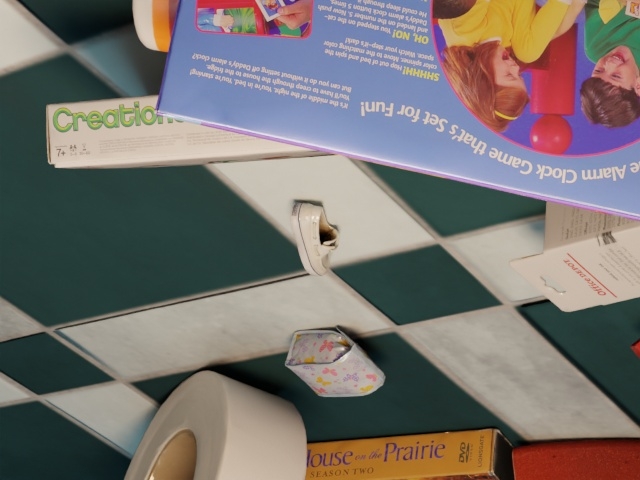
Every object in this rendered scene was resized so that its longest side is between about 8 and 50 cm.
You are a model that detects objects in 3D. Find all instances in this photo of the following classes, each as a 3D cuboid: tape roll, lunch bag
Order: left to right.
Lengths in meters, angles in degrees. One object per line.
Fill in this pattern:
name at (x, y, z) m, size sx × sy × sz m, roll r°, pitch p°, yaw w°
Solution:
tape roll at (-0.127, 0.287, 1.907) m, size 0.100 × 0.286 × 0.286 m, roll 23°, pitch 147°, yaw -22°
lunch bag at (0.019, 0.125, 1.818) m, size 0.083 × 0.053 × 0.071 m, roll -3°, pitch 146°, yaw 38°

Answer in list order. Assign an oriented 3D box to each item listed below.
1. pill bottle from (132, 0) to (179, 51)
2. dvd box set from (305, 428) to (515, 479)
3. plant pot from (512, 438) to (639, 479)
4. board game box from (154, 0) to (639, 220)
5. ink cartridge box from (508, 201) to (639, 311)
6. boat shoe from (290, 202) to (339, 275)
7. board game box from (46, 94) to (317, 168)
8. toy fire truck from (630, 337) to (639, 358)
pill bottle at (-0.013, -0.182, 1.242) m, size 0.221 × 0.121 × 0.121 m, roll 6°, pitch 149°, yaw 4°
dvd box set at (0.072, 0.330, 2.138) m, size 0.420 × 0.062 × 0.307 m, roll -7°, pitch 145°, yaw 26°
plant pot at (0.378, 0.363, 1.940) m, size 0.235 × 0.267 × 0.267 m, roll -19°, pitch 141°, yaw 20°
board game box at (0.086, -0.157, 1.144) m, size 0.347 × 0.233 × 0.078 m, roll 12°, pitch -177°, yaw -4°
ink cartridge box at (0.264, -0.002, 1.526) m, size 0.180 × 0.060 × 0.104 m, roll -15°, pitch 142°, yaw 35°
boat shoe at (0.000, 0.000, 1.633) m, size 0.035 × 0.035 × 0.100 m, roll 3°, pitch 142°, yaw 17°
board game box at (-0.033, -0.090, 1.377) m, size 0.305 × 0.053 × 0.193 m, roll -3°, pitch -178°, yaw 20°
toy fire truck at (0.371, 0.167, 1.716) m, size 0.192 × 0.047 × 0.135 m, roll 50°, pitch 173°, yaw 7°
